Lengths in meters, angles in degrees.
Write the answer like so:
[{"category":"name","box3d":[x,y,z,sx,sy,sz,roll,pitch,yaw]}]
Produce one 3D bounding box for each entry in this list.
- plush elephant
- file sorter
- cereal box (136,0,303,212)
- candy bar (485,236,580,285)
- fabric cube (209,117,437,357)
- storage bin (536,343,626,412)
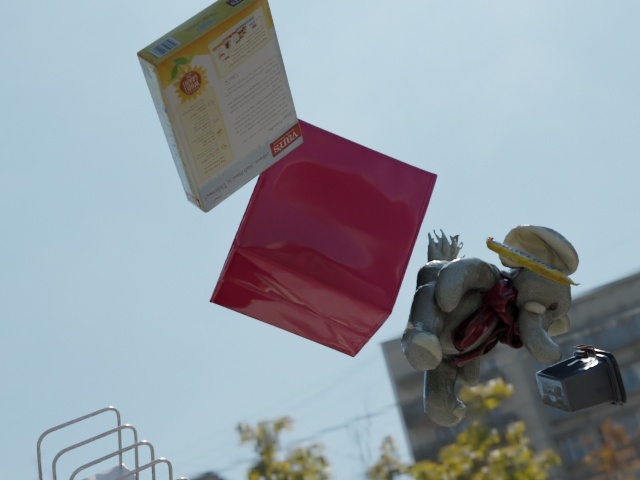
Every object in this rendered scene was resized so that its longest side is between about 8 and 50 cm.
[{"category":"plush elephant","box3d":[0.286,0.116,2.154,0.255,0.330,0.272,-2,-40,15]},{"category":"file sorter","box3d":[-0.380,0.463,2.503,0.193,0.278,0.173,-19,-55,-33]},{"category":"cereal box","box3d":[-0.118,-0.172,1.670,0.173,0.047,0.240,-37,-42,-23]},{"category":"candy bar","box3d":[0.323,0.035,2.077,0.018,0.161,0.040,-65,-12,10]},{"category":"fabric cube","box3d":[0.000,0.000,2.142,0.258,0.254,0.259,21,-24,-4]},{"category":"storage bin","box3d":[0.397,0.217,2.101,0.091,0.098,0.135,-16,5,-14]}]
